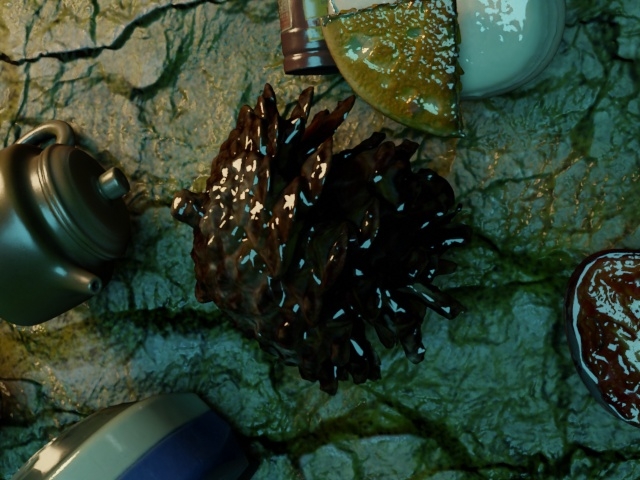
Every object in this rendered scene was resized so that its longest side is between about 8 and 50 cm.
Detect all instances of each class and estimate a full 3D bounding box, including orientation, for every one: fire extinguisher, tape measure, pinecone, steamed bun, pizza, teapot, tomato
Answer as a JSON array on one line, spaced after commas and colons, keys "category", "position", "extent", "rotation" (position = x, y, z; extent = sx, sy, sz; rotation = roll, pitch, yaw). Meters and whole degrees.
[{"category": "fire extinguisher", "position": [-0.029, -0.298, 1.031], "extent": [0.106, 0.075, 0.251], "rotation": [-5, 95, 15]}, {"category": "tape measure", "position": [-0.224, 0.291, 1.057], "extent": [0.138, 0.262, 0.259], "rotation": [42, 103, 18]}, {"category": "pinecone", "position": [0.006, -0.002, 0.959], "extent": [0.296, 0.298, 0.242], "rotation": [37, 63, 0]}, {"category": "steamed bun", "position": [0.125, -0.229, 0.970], "extent": [0.228, 0.131, 0.177], "rotation": [14, 110, 12]}, {"category": "pizza", "position": [0.081, -0.174, 0.909], "extent": [0.178, 0.041, 0.130], "rotation": [30, 118, 7]}, {"category": "teapot", "position": [-0.287, -0.033, 1.076], "extent": [0.175, 0.185, 0.267], "rotation": [-28, 53, 10]}, {"category": "tomato", "position": [0.319, 0.096, 0.976], "extent": [0.167, 0.082, 0.174], "rotation": [6, 93, 10]}]

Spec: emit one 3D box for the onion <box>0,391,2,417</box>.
[{"category": "onion", "position": [-0.493, 0.185, 1.142], "extent": [0.247, 0.190, 0.246], "rotation": [9, 114, 21]}]
